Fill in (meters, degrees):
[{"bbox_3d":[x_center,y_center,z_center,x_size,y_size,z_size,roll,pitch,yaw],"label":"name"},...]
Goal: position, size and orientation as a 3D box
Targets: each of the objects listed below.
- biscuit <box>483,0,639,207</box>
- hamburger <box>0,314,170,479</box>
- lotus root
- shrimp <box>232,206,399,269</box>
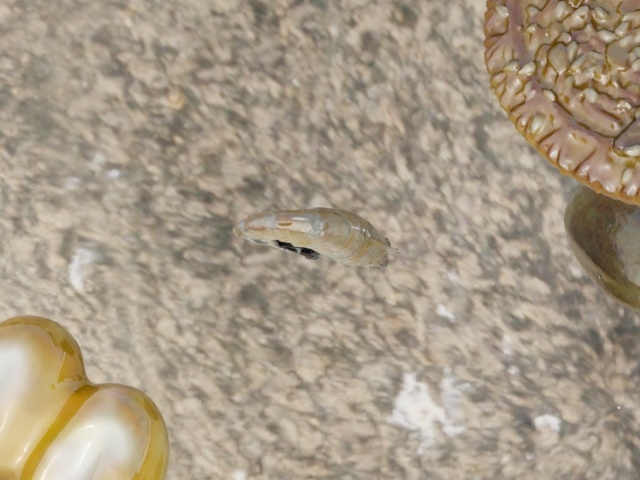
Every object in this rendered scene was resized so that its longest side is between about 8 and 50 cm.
[{"bbox_3d":[0.241,-0.149,0.635,0.305,0.038,0.305,-11,60,20],"label":"biscuit"},{"bbox_3d":[-0.175,0.188,0.509,0.302,0.186,0.261,-43,77,-5],"label":"hamburger"},{"bbox_3d":[0.367,0.001,1.276,0.122,0.241,0.124,-7,116,-7],"label":"lotus root"},{"bbox_3d":[0.000,0.000,1.040,0.126,0.223,0.048,-1,80,28],"label":"shrimp"}]
